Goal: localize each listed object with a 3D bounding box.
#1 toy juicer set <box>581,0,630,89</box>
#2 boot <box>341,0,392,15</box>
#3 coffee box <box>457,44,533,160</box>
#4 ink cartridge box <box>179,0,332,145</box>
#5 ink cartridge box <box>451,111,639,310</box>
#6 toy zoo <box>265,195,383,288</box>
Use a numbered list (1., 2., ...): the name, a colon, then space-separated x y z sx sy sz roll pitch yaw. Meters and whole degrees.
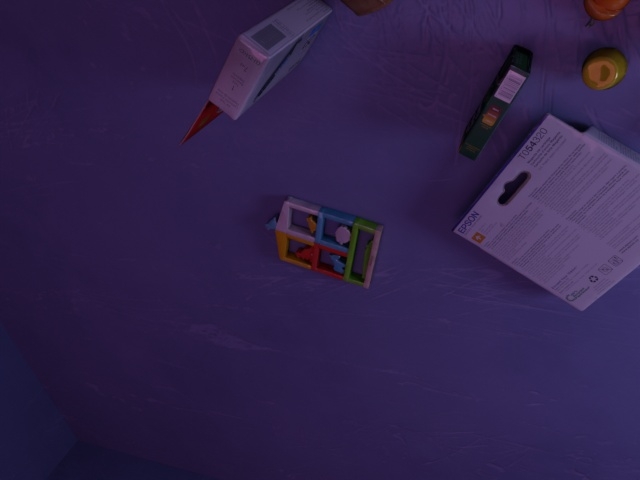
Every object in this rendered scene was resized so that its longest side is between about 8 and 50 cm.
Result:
1. toy juicer set: 0.560 -0.348 0.799 0.329 0.089 0.209 0 112 35
2. boot: 0.045 -0.476 0.828 0.270 0.089 0.236 24 170 -37
3. coffee box: 0.312 -0.244 0.968 0.040 0.113 0.184 27 133 3
4. ink cartridge box: -0.114 -0.304 0.999 0.066 0.296 0.261 38 132 -6
5. ink cartridge box: 0.486 -0.053 1.062 0.330 0.071 0.324 33 132 3
6. toy zoo: 0.000 0.000 1.352 0.293 0.030 0.192 17 130 13
